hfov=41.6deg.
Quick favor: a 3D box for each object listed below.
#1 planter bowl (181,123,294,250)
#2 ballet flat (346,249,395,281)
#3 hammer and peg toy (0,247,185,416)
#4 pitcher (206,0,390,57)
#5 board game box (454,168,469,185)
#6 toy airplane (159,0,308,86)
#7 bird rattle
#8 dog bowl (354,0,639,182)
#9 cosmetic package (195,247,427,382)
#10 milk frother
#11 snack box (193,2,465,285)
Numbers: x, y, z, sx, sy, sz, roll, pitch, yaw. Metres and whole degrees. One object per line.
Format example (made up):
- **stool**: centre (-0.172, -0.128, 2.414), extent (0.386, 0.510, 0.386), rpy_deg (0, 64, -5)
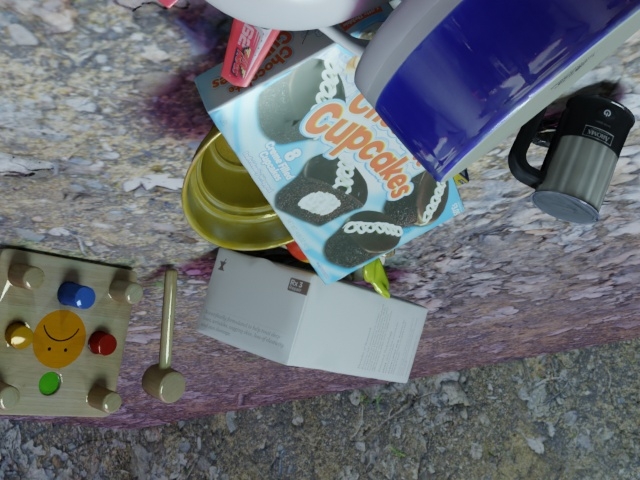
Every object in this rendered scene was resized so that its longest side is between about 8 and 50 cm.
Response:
- **planter bowl**: centre (-0.060, -0.095, 0.937), extent (0.217, 0.090, 0.217), rpy_deg (-16, 142, -13)
- **ballet flat**: centre (0.065, 0.033, 1.435), extent (0.073, 0.067, 0.206), rpy_deg (0, 161, -22)
- **hammer and peg toy**: centre (-0.388, 0.157, 1.393), extent (0.127, 0.266, 0.361), rpy_deg (6, 175, 43)
- **pitcher**: centre (0.008, -0.202, 0.629), extent (0.207, 0.125, 0.178), rpy_deg (-7, 145, -23)
- **board game box**: centre (0.061, -0.099, 1.063), extent (0.194, 0.060, 0.194), rpy_deg (-15, 160, 26)
- **toy airplane**: centre (-0.069, -0.203, 0.692), extent (0.151, 0.028, 0.151), rpy_deg (-8, 125, -12)
- **bird rattle**: centre (0.000, 0.000, 1.244), extent (0.253, 0.143, 0.207), rpy_deg (15, 168, -41)
- **dog bowl**: centre (0.158, -0.163, 0.629), extent (0.265, 0.104, 0.265), rpy_deg (-38, 175, -4)
- **cosmetic package**: centre (-0.003, 0.137, 1.477), extent (0.217, 0.156, 0.385), rpy_deg (14, 178, 39)
- **milk frother**: centre (0.301, -0.094, 1.040), extent (0.129, 0.135, 0.143), rpy_deg (20, 167, 21)
- **snack box**: centre (0.026, -0.091, 0.868), extent (0.187, 0.060, 0.322), rpy_deg (-29, 142, 3)
